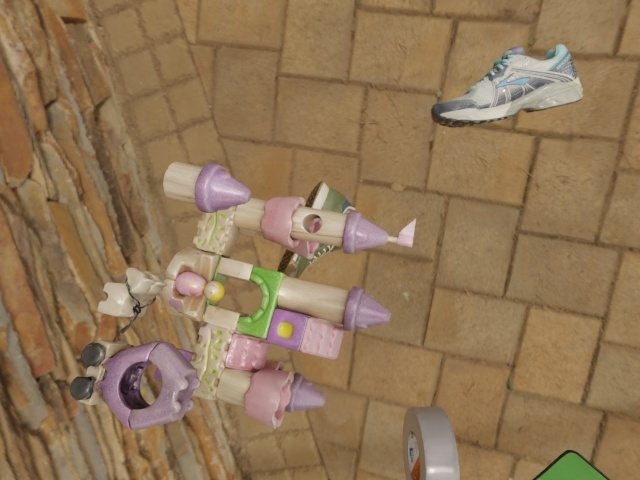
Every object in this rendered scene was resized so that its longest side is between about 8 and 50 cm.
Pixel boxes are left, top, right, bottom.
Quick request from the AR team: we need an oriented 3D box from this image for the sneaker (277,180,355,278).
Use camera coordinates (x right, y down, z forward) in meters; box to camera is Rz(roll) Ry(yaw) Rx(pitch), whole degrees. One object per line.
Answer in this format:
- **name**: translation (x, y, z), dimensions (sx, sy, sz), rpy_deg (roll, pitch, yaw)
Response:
- **sneaker**: translation (0.000, 0.000, 0.825), dimensions (0.086, 0.064, 0.192), rpy_deg (28, 70, -16)

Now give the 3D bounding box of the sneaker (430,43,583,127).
- **sneaker**: translation (0.337, -0.288, 0.931), dimensions (0.283, 0.110, 0.122), rpy_deg (-14, 99, -4)

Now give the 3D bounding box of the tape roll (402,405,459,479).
- **tape roll**: translation (0.243, 0.488, 1.116), dimensions (0.072, 0.219, 0.219), rpy_deg (1, 103, -3)

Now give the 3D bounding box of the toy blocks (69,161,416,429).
- **toy blocks**: translation (-0.046, 0.078, 0.584), dimensions (0.260, 0.309, 0.289), rpy_deg (13, 80, 13)

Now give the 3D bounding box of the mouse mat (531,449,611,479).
- **mouse mat**: translation (0.394, 0.427, 0.767), dimensions (0.152, 0.007, 0.190), rpy_deg (41, 123, 22)
